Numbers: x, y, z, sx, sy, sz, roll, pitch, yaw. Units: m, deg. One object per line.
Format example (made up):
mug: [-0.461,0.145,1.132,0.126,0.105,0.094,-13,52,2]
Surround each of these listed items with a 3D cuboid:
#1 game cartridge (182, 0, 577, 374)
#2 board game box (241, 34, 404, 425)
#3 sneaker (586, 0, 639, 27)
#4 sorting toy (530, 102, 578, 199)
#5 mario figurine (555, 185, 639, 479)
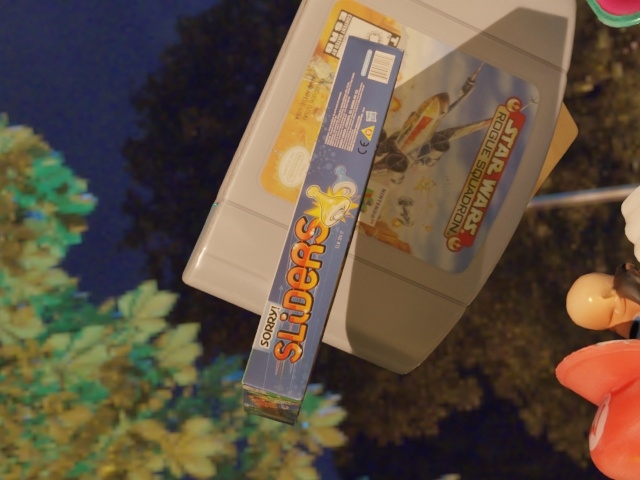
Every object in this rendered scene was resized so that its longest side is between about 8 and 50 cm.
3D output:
game cartridge: [0.053,-0.070,0.955,0.062,0.198,0.297,-167,100,-85]
board game box: [0.000,0.000,0.799,0.136,0.035,0.201,100,-174,-76]
sneaker: [0.249,-0.200,0.886,0.124,0.178,0.295,66,-163,15]
sorting toy: [0.186,-0.142,1.801,0.255,0.089,0.257,-52,-52,-18]
mario figurine: [0.214,-0.013,0.798,0.198,0.170,0.320,41,-116,-31]
